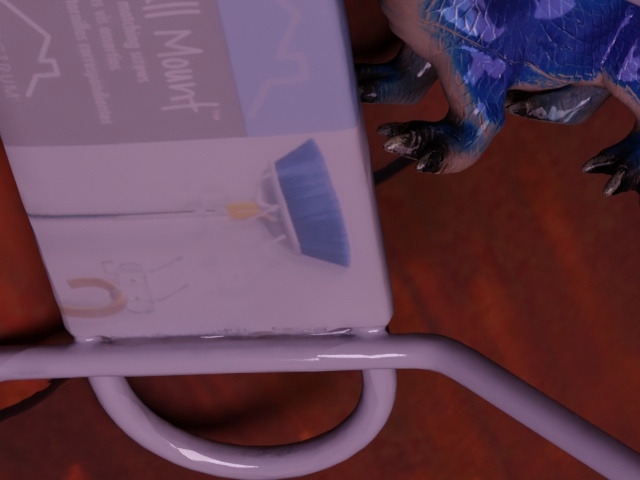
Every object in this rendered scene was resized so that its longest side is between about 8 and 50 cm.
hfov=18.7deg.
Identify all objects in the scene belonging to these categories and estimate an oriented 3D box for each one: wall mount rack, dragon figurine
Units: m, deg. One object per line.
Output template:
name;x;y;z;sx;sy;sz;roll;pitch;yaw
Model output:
wall mount rack;0.000;0.000;0.572;0.304;0.130;0.350;-2;135;10
dragon figurine;0.094;-0.095;0.654;0.289;0.085;0.144;8;117;-29
